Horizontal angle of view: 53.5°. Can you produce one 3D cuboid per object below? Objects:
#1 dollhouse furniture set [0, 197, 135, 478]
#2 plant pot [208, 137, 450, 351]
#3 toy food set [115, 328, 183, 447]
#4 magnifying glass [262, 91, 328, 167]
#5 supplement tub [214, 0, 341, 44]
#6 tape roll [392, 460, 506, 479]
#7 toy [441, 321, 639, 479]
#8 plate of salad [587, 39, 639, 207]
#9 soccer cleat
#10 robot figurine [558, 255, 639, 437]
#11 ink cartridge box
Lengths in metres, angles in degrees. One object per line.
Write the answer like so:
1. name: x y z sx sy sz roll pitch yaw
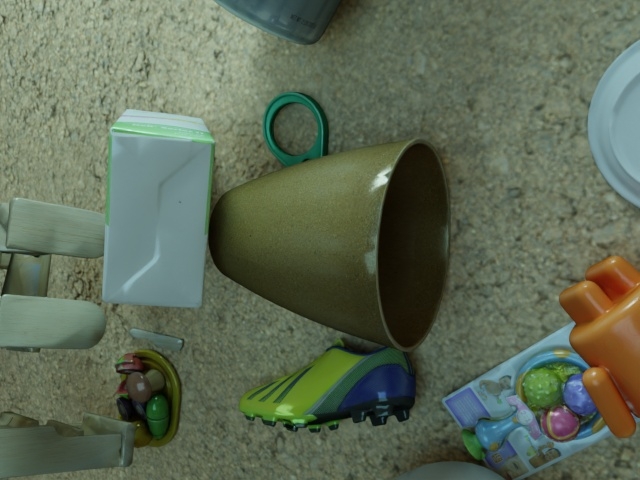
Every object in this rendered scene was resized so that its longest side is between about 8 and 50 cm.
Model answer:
1. dollhouse furniture set: -0.439 0.156 1.016 0.362 0.256 0.394 -8 76 46
2. plant pot: 0.000 0.000 0.767 0.254 0.237 0.237 3 101 28
3. toy food set: -0.306 0.259 1.067 0.128 0.071 0.217 15 106 24
4. magnifying glass: -0.012 -0.093 0.874 0.092 0.026 0.231 -21 92 25
5. supplement tub: -0.012 -0.405 0.719 0.193 0.193 0.316 39 115 16
6. tape roll: 0.166 0.409 0.738 0.246 0.169 0.246 -1 100 -7
7. toy: 0.273 0.202 0.765 0.237 0.056 0.137 -39 82 28
8. plate of salad: 0.378 -0.120 0.651 0.200 0.048 0.199 20 119 40
9. soccer cleat: 0.006 0.204 0.902 0.289 0.093 0.121 -16 62 33
10. robot figurine: 0.354 0.120 0.667 0.219 0.158 0.128 49 133 11
11. ink cartridge box: -0.219 -0.066 0.871 0.119 0.353 0.207 4 105 -14
